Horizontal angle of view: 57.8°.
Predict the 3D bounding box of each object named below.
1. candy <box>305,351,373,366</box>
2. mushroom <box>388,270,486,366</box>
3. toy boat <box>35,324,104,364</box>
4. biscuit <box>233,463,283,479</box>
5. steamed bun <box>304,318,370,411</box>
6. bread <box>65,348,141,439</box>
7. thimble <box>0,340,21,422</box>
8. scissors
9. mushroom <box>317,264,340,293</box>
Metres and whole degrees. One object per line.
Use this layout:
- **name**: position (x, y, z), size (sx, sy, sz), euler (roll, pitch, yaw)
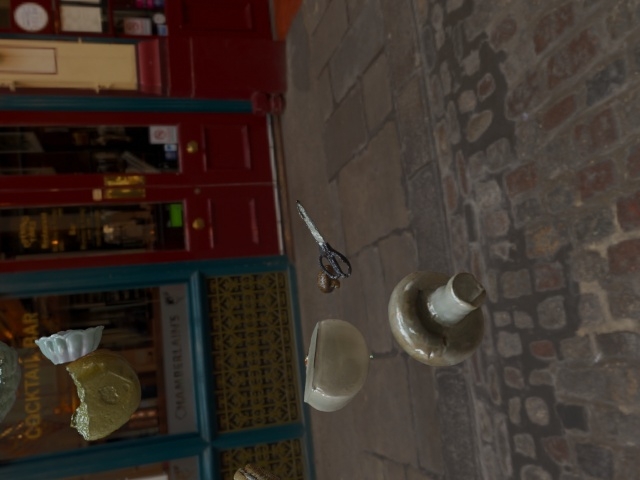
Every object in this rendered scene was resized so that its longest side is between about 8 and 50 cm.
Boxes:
- **candy**: position (0.071, 0.445, 2.194), size (0.078, 0.288, 0.084), euler (64, -149, -26)
- **mushroom**: position (0.289, 0.168, 1.356), size (0.243, 0.244, 0.243), euler (176, 90, -74)
- **toy boat**: position (-0.784, 0.329, 1.821), size (0.290, 0.200, 0.100), euler (-19, 80, 60)
- **biscuit**: position (-0.151, 0.786, 1.825), size (0.079, 0.259, 0.259), euler (-59, 6, -20)
- **steamed bun**: position (0.049, 0.357, 1.651), size (0.146, 0.164, 0.241), euler (113, 165, -54)
- **bread**: position (-0.388, 0.276, 1.050), size (0.086, 0.125, 0.156), euler (24, 117, 56)
- **thimble**: position (-0.770, 0.305, 1.241), size (0.150, 0.237, 0.237), euler (-3, 91, 35)
- **scissors**: position (0.000, 0.000, 1.780), size (0.109, 0.022, 0.300), euler (-10, 122, 38)
- **mushroom**: position (0.028, 0.154, 2.264), size (0.126, 0.085, 0.109), euler (72, 179, -59)
